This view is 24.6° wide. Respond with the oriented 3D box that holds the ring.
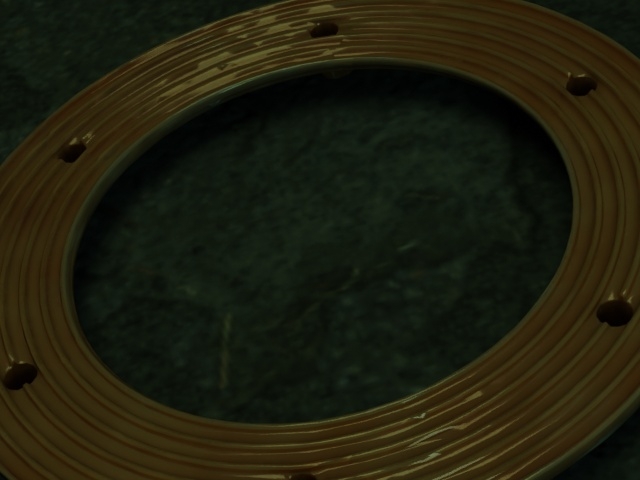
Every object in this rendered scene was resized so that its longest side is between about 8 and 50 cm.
[{"bbox_3d":[0.000,0.000,0.637,0.337,0.032,0.336,-9,44,8],"label":"ring"}]
